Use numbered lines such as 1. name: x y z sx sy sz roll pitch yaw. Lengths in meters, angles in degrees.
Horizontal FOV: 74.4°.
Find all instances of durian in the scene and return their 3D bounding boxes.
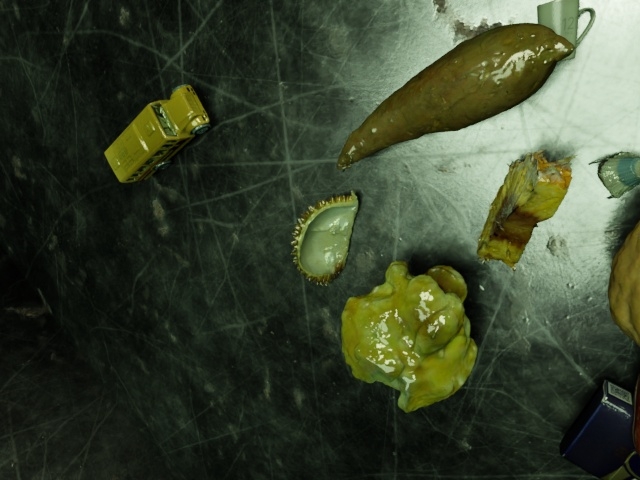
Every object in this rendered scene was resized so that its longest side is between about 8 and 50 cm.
1. durian: 0.000 0.000 0.945 0.139 0.144 0.252 11 109 6

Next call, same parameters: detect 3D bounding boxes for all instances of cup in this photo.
1. cup: 0.362 -0.313 0.630 0.054 0.074 0.083 -148 45 -64

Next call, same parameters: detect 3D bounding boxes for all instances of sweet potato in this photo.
1. sweet potato: 0.192 -0.232 0.711 0.422 0.130 0.131 -17 97 42

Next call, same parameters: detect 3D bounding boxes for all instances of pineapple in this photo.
1. pineapple: 0.332 -0.064 0.687 0.079 0.135 0.233 16 145 5

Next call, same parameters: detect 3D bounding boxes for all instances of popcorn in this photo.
1. popcorn: 0.166 0.172 0.821 0.276 0.225 0.277 -4 112 -10

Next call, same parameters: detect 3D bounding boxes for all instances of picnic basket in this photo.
1. picnic basket: 0.452 -0.101 0.639 0.065 0.083 0.083 55 171 3

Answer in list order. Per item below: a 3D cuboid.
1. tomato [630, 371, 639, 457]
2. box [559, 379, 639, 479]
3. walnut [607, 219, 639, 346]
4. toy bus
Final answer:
1. tomato: 0.559 0.271 0.595 0.180 0.155 0.214 -5 81 25
2. box: 0.578 0.374 0.718 0.259 0.071 0.168 25 119 23
3. walnut: 0.517 0.048 0.548 0.224 0.257 0.257 2 112 -2
4. toy bus: -0.435 -0.272 1.111 0.335 0.123 0.121 -25 93 37
